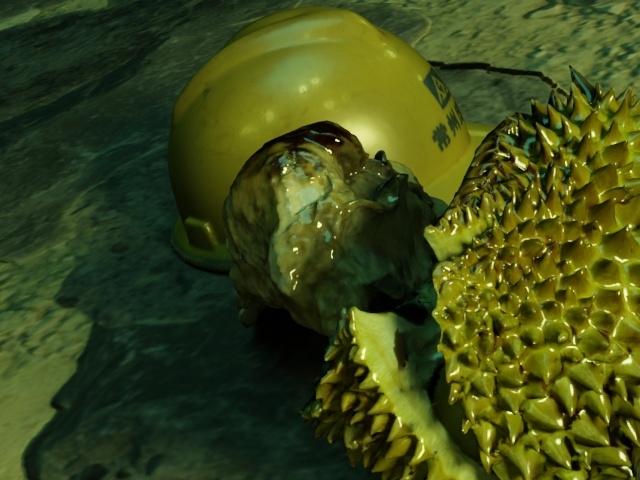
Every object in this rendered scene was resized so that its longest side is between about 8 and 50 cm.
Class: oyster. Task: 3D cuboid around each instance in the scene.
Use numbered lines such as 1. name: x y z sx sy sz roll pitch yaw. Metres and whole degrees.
1. oyster: 0.011 -0.005 0.745 0.161 0.107 0.233 -21 -2 8

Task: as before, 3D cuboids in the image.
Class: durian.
1. durian: 0.109 0.027 0.599 0.138 0.193 0.237 33 56 11

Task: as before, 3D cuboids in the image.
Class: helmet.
1. helmet: -0.004 -0.085 0.937 0.257 0.140 0.205 -10 25 23
